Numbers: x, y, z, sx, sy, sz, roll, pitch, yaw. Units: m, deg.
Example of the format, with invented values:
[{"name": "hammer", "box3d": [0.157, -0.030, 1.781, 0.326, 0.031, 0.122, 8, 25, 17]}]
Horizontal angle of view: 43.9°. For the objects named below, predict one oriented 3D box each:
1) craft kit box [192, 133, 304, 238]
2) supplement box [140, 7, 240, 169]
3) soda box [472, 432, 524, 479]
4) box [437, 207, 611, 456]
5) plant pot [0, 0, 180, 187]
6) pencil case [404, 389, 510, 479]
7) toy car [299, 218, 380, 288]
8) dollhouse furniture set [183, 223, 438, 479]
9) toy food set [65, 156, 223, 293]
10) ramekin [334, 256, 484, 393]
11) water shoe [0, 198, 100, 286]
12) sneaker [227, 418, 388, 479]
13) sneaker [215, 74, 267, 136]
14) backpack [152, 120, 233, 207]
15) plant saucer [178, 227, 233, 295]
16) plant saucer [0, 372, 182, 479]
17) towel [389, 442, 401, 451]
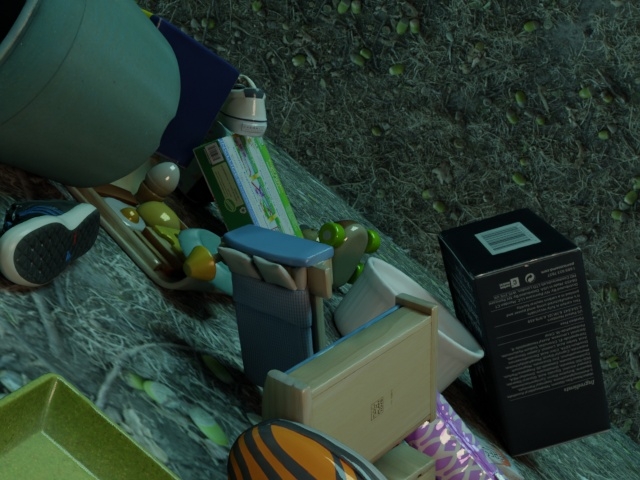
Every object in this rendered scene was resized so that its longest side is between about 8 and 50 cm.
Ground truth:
[{"name": "craft kit box", "box3d": [-0.117, -0.071, 1.408, 0.250, 0.061, 0.246, 68, 17, -8]}, {"name": "supplement box", "box3d": [-0.347, -0.297, 1.364, 0.356, 0.195, 0.194, 33, 4, 38]}, {"name": "soda box", "box3d": [0.226, 0.334, 1.225, 0.183, 0.063, 0.058, 35, 11, -24]}, {"name": "box", "box3d": [0.406, 0.175, 1.616, 0.293, 0.212, 0.395, -106, 180, -73]}, {"name": "plant pot", "box3d": [-0.358, -0.230, 0.953, 0.341, 0.341, 0.334, 44, 3, 23]}, {"name": "pencil case", "box3d": [0.190, 0.300, 1.110, 0.206, 0.088, 0.086, 48, 55, 8]}, {"name": "toy car", "box3d": [0.000, 0.000, 1.685, 0.188, 0.149, 0.155, 33, 15, 37]}, {"name": "dollhouse furniture set", "box3d": [-0.053, 0.165, 0.861, 0.303, 0.286, 0.198, 18, 30, 40]}, {"name": "toy food set", "box3d": [-0.219, -0.036, 1.164, 0.306, 0.092, 0.219, 43, 11, 21]}, {"name": "ramekin", "box3d": [0.156, 0.169, 1.484, 0.277, 0.135, 0.277, 38, 10, -8]}, {"name": "water shoe", "box3d": [-0.307, -0.002, 0.846, 0.080, 0.073, 0.203, 13, 10, 4]}, {"name": "sneaker", "box3d": [0.011, 0.266, 0.556, 0.321, 0.124, 0.180, 50, 14, 22]}, {"name": "sneaker", "box3d": [-0.158, -0.258, 1.434, 0.094, 0.091, 0.258, 3, 19, -33]}, {"name": "backpack", "box3d": [-0.251, -0.175, 1.511, 0.188, 0.144, 0.166, 36, 16, 3]}, {"name": "plant saucer", "box3d": [-0.136, 0.023, 1.052, 0.119, 0.021, 0.119, 44, 14, -14]}, {"name": "plant saucer", "box3d": [-0.167, 0.188, 0.537, 0.188, 0.045, 0.188, 40, 10, 3]}, {"name": "towel", "box3d": [0.072, 0.238, 1.056, 0.275, 0.031, 0.199, 47, -5, 35]}]
